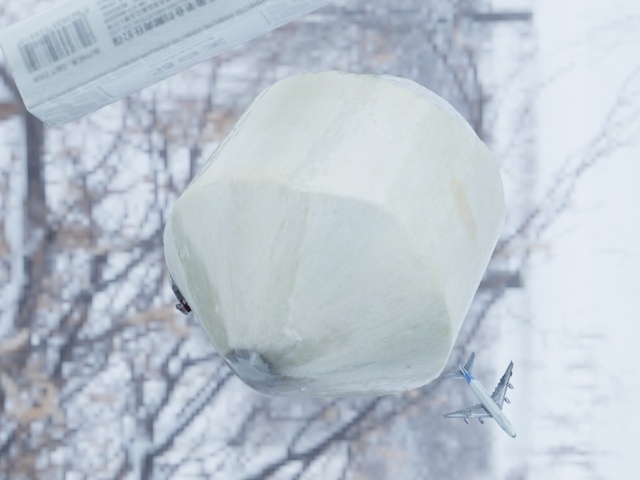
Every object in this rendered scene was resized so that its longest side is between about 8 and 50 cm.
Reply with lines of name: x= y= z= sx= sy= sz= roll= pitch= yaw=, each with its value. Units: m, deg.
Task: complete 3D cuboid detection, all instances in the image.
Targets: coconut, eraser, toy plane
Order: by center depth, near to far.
coconut: x=0.007 y=0.005 z=1.039 sx=0.202 sy=0.202 sz=0.222 roll=85 pitch=-151 yaw=-51
toy plane: x=0.145 y=0.139 z=1.423 sx=0.084 sy=0.078 sz=0.024 roll=52 pitch=178 yaw=-6
eraser: x=-0.113 y=-0.243 z=1.611 sx=0.096 sy=0.404 sz=0.098 roll=41 pitch=-154 yaw=-78

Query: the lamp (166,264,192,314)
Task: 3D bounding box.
lamp: x=0.000 y=0.000 z=1.344 sx=0.180 sy=0.258 sz=0.180 roll=-11 pitch=-90 yaw=-72
